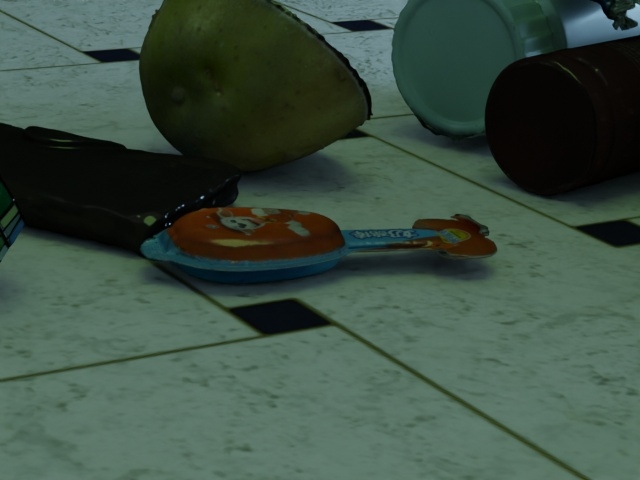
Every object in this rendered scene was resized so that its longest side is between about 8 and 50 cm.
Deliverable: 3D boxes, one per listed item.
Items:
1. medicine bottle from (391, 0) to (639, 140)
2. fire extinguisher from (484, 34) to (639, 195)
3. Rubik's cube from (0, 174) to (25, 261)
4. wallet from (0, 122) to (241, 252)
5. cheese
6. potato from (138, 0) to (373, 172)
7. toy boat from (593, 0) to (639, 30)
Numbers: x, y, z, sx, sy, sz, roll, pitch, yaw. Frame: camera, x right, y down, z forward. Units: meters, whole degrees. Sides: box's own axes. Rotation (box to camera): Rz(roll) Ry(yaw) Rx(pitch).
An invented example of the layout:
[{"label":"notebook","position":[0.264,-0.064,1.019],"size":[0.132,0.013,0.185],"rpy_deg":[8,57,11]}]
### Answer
[{"label":"medicine bottle","position":[0.208,-0.188,1.706],"size":[0.158,0.158,0.318],"rpy_deg":[16,22,33]},{"label":"fire extinguisher","position":[0.291,-0.113,1.586],"size":[0.337,0.135,0.114],"rpy_deg":[-17,-15,-44]},{"label":"Rubik's cube","position":[-0.254,-0.019,1.185],"size":[0.112,0.133,0.133],"rpy_deg":[-29,26,-10]},{"label":"wallet","position":[-0.222,-0.053,1.406],"size":[0.310,0.042,0.165],"rpy_deg":[11,22,23]},{"label":"cheese","position":[0.000,0.000,1.289],"size":[0.256,0.037,0.106],"rpy_deg":[-3,21,-16]},{"label":"potato","position":[-0.069,-0.113,1.493],"size":[0.202,0.182,0.117],"rpy_deg":[32,67,24]},{"label":"toy boat","position":[0.346,-0.189,1.581],"size":[0.291,0.067,0.220],"rpy_deg":[32,31,17]}]
